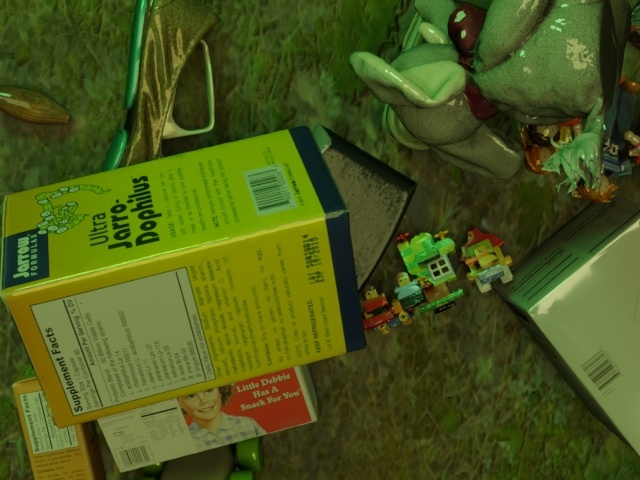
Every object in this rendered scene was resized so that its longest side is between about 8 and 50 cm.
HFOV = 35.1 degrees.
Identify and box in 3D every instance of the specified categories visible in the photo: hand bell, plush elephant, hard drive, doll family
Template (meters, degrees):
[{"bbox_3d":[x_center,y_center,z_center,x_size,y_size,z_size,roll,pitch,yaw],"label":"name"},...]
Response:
[{"bbox_3d":[-0.415,-0.181,1.191,0.242,0.126,0.126,15,100,-22],"label":"hand bell"},{"bbox_3d":[0.185,-0.196,1.096,0.255,0.272,0.330,1,67,25],"label":"plush elephant"},{"bbox_3d":[0.000,0.000,1.298,0.172,0.054,0.255,30,96,-12],"label":"hard drive"},{"bbox_3d":[0.346,-0.138,1.296,0.262,0.118,0.163,18,81,-15],"label":"doll family"}]

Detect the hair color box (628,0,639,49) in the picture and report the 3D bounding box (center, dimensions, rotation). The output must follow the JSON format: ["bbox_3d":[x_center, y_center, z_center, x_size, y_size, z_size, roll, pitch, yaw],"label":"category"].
[{"bbox_3d":[0.472,-0.238,1.294,0.167,0.093,0.053,36,95,-13],"label":"hair color box"}]

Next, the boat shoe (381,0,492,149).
[{"bbox_3d":[0.158,-0.259,1.240,0.113,0.103,0.302,28,97,-16],"label":"boat shoe"}]

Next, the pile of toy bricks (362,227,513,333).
[{"bbox_3d":[0.136,0.035,1.310,0.212,0.118,0.105,-24,72,7],"label":"pile of toy bricks"}]

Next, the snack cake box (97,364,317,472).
[{"bbox_3d":[-0.149,0.177,1.269,0.264,0.089,0.152,-15,110,5],"label":"snack cake box"}]

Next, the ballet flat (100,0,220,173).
[{"bbox_3d":[-0.195,-0.133,1.223,0.124,0.116,0.343,13,95,-18],"label":"ballet flat"}]

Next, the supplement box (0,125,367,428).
[{"bbox_3d":[-0.150,0.034,1.125,0.356,0.195,0.194,-14,126,-7],"label":"supplement box"}]

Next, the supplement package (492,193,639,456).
[{"bbox_3d":[0.397,0.107,1.328,0.204,0.145,0.262,-39,103,1],"label":"supplement package"}]

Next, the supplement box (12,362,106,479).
[{"bbox_3d":[-0.328,0.270,1.299,0.080,0.078,0.234,-8,102,-3],"label":"supplement box"}]

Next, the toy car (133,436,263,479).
[{"bbox_3d":[-0.147,0.361,1.319,0.155,0.149,0.188,-5,115,6],"label":"toy car"}]
